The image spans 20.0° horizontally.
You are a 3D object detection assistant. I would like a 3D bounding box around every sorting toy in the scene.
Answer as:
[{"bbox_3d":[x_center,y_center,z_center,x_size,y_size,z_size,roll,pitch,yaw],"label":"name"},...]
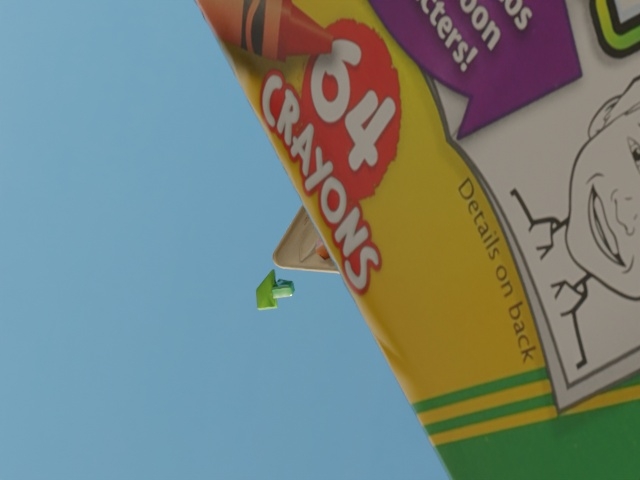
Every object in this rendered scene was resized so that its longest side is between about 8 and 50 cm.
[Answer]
[{"bbox_3d":[0.000,0.000,0.868,0.062,0.012,0.083,7,-118,54],"label":"sorting toy"}]

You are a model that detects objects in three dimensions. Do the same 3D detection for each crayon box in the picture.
[{"bbox_3d":[0.099,-0.111,0.489,0.313,0.106,0.363,-58,-132,39],"label":"crayon box"}]
